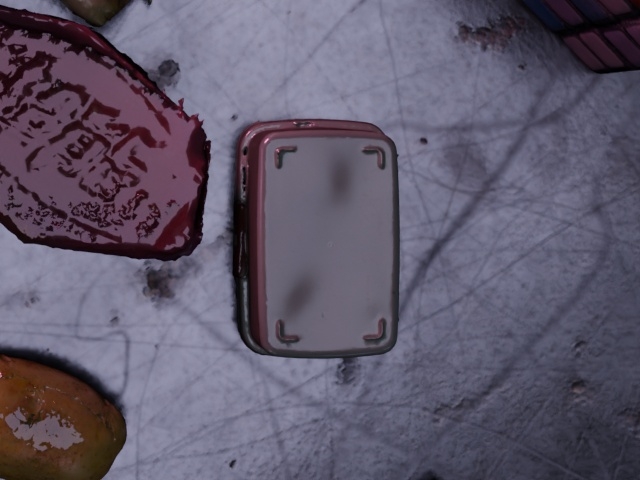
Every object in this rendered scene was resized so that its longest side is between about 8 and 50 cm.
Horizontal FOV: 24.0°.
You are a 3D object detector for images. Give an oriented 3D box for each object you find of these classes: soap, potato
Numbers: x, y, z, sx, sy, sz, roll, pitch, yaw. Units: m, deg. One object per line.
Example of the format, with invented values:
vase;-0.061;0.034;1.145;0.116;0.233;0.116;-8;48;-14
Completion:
soap;-0.213;-0.086;1.273;0.289;0.112;0.182;42;91;-9
potato;-0.254;0.157;1.299;0.170;0.080;0.107;23;103;-10

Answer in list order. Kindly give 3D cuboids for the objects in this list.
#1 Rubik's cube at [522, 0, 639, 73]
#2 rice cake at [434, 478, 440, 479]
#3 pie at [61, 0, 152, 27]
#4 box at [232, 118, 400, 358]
Rubik's cube;0.271;-0.333;1.228;0.292;0.293;0.287;44;87;-7
rice cake;0.142;0.304;1.368;0.063;0.069;0.206;-38;95;-1
pie;-0.241;-0.294;1.241;0.068;0.128;0.282;-30;109;29
box;0.000;0.000;1.295;0.148;0.129;0.210;-1;93;-9
